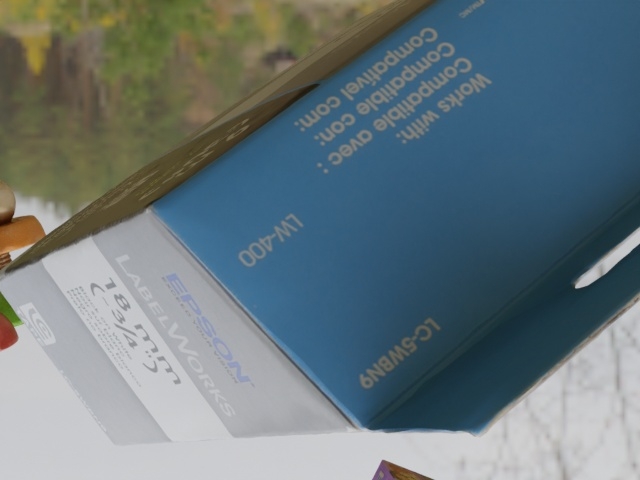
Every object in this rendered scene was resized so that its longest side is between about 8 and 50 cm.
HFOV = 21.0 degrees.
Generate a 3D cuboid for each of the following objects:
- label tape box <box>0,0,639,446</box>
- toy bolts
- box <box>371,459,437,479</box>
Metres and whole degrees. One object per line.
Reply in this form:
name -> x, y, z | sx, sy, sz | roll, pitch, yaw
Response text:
label tape box -> 0.034, -0.030, 0.673 | 0.240, 0.106, 0.333 | -37, -172, -24
toy bolts -> -0.399, 0.035, 1.804 | 0.218, 0.158, 0.228 | -16, -171, 1
box -> 0.167, 0.311, 1.589 | 0.201, 0.057, 0.293 | 23, -171, -19
